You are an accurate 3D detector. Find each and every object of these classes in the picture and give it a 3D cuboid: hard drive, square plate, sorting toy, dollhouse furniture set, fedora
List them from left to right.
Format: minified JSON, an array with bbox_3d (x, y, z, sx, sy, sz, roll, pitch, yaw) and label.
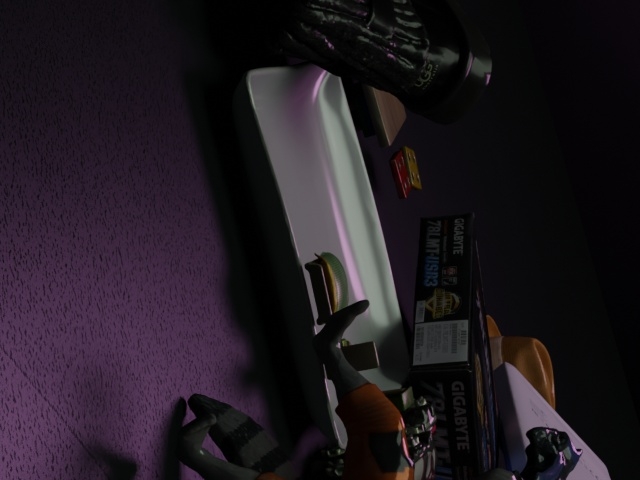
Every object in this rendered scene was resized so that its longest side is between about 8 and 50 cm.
[{"bbox_3d":[0.000,0.000,1.896,0.347,0.049,0.344,-30,107,-74],"label":"square plate"},{"bbox_3d":[0.036,0.079,1.753,0.076,0.058,0.152,-20,98,-74],"label":"dollhouse furniture set"},{"bbox_3d":[0.052,-0.171,2.231,0.132,0.046,0.274,-60,135,-69],"label":"sorting toy"},{"bbox_3d":[0.270,0.187,2.667,0.194,0.079,0.194,-14,90,-75],"label":"fedora"},{"bbox_3d":[0.290,0.288,2.376,0.210,0.040,0.319,47,13,-15],"label":"hard drive"}]

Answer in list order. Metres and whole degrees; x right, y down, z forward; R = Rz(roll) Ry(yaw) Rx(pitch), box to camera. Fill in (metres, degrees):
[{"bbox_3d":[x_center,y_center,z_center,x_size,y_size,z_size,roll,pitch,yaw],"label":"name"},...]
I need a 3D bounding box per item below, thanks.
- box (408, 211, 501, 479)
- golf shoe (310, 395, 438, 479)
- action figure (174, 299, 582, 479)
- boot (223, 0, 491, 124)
[{"bbox_3d":[0.149,0.169,2.168,0.293,0.073,0.295,-78,162,-57],"label":"box"},{"bbox_3d":[0.066,0.227,1.850,0.273,0.105,0.120,-26,108,-75],"label":"golf shoe"},{"bbox_3d":[0.059,0.217,1.506,0.330,0.178,0.341,60,35,-5],"label":"action figure"},{"bbox_3d":[-0.005,-0.257,1.944,0.260,0.131,0.348,18,18,-36],"label":"boot"}]
